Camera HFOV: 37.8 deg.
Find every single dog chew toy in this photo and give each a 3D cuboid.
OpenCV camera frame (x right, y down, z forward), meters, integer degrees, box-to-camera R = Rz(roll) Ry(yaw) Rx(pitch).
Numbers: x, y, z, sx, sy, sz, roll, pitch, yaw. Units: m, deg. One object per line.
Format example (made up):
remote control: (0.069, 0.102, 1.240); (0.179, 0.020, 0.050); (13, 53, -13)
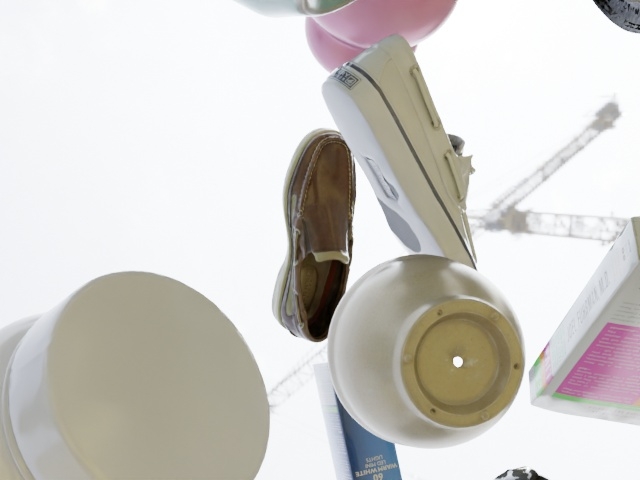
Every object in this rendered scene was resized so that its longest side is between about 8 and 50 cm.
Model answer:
dog chew toy: (0.066, -0.291, 0.954); (0.206, 0.332, 0.207); (5, -124, -8)

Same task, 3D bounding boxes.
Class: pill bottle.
pill bottle: (-0.167, 0.140, 0.552); (0.160, 0.283, 0.160); (29, -138, -30)

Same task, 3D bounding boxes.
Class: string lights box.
string lights box: (0.059, 0.303, 1.395); (0.076, 0.133, 0.260); (-11, -96, -13)

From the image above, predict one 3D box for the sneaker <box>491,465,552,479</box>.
sneaker: (0.153, 0.207, 0.384); (0.108, 0.100, 0.272); (-33, -93, -19)

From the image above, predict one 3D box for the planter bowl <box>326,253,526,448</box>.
planter bowl: (0.095, 0.091, 0.738); (0.162, 0.109, 0.162); (0, -92, -11)

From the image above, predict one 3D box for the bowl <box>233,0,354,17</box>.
bowl: (0.000, -0.276, 0.655); (0.311, 0.311, 0.163); (-38, -96, -25)

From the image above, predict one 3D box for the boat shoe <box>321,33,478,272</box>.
boat shoe: (0.094, -0.061, 0.840); (0.088, 0.096, 0.268); (-40, -59, -12)

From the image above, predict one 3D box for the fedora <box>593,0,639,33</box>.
fedora: (0.349, -0.408, 1.189); (0.152, 0.334, 0.334); (-9, -80, -8)

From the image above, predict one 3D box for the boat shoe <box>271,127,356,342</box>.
boat shoe: (0.007, 0.000, 1.106); (0.095, 0.095, 0.258); (-3, -69, -25)

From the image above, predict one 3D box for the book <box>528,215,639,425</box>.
book: (0.149, 0.039, 0.378); (0.096, 0.144, 0.035); (4, -119, -2)
